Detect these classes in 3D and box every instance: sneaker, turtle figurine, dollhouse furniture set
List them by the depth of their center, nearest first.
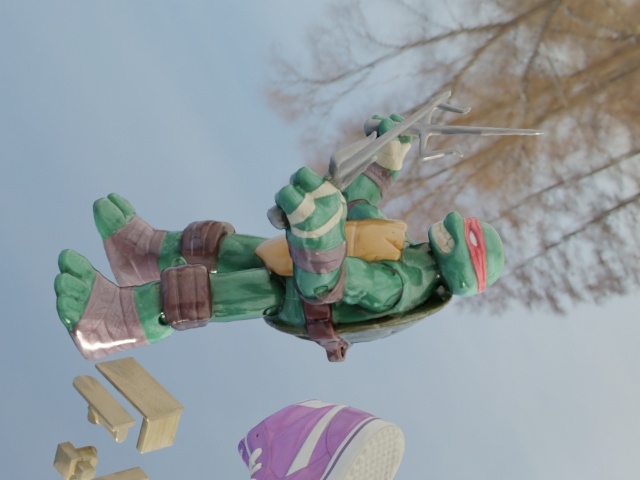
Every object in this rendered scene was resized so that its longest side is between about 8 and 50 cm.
[{"bbox_3d":[0.000,0.000,0.535,0.175,0.234,0.118,-46,-55,-79],"label":"turtle figurine"},{"bbox_3d":[-0.050,0.283,1.147,0.282,0.161,0.102,-46,-47,-30],"label":"sneaker"},{"bbox_3d":[-0.280,0.253,1.391,0.144,0.151,0.123,-7,-147,-44],"label":"dollhouse furniture set"}]
